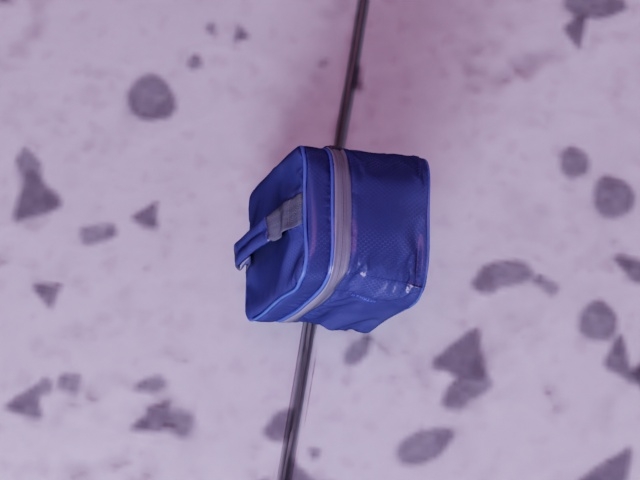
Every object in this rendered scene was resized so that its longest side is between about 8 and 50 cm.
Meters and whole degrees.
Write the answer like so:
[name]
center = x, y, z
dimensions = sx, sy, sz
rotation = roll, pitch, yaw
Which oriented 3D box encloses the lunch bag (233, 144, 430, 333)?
[lunch bag]
center = 0.000, 0.000, 0.787
dimensions = 0.065, 0.098, 0.067
rotation = 8, 71, -18
